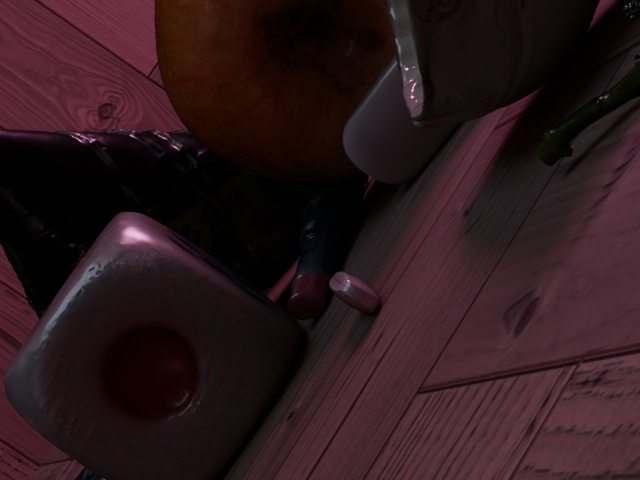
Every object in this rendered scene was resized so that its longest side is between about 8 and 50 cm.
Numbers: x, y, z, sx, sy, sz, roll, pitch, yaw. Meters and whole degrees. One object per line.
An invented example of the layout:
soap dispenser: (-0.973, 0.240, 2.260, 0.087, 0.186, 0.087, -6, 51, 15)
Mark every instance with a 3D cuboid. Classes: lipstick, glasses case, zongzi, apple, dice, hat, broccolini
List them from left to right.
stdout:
zongzi: (-0.193, -0.031, 1.727, 0.319, 0.362, 0.383, -10, 33, 41)
dice: (-0.142, 0.099, 1.525, 0.193, 0.194, 0.192, -57, 8, 0)
apple: (-0.014, -0.205, 1.654, 0.299, 0.299, 0.275, -55, 21, 0)
lipstick: (0.000, 0.000, 1.613, 0.053, 0.053, 0.234, -52, 9, 26)
glasses case: (0.025, 0.038, 1.335, 0.021, 0.032, 0.083, -58, 8, -1)
glasses case: (0.093, -0.132, 1.498, 0.197, 0.076, 0.049, -53, 6, 22)
hat: (0.164, -0.207, 1.225, 0.301, 0.168, 0.258, -28, 20, 9)
broccolini: (0.169, -0.082, 0.962, 0.052, 0.054, 0.194, -26, -11, -20)

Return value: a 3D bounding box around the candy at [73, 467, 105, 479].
candy: (-0.223, 0.275, 1.778, 0.275, 0.070, 0.145, -45, 19, 34)
